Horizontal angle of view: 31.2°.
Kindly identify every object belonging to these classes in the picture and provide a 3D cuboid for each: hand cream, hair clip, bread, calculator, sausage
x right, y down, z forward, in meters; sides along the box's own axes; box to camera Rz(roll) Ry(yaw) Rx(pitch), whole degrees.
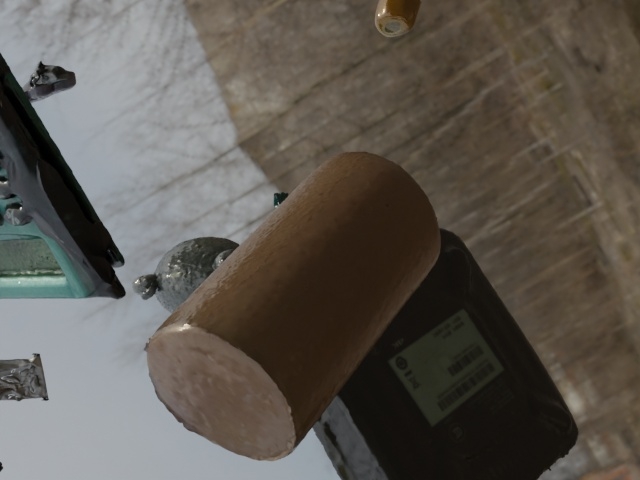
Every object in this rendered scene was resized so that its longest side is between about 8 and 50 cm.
[{"bbox_3d":[-0.538,0.220,1.700,0.050,0.257,0.084,-132,37,-60],"label":"hand cream"},{"bbox_3d":[-0.466,-0.229,1.778,0.124,0.195,0.052,-26,-84,-52],"label":"hair clip"},{"bbox_3d":[0.109,-0.332,1.570,0.049,0.062,0.103,33,-116,-33],"label":"bread"},{"bbox_3d":[-0.328,-0.053,1.125,0.058,0.248,0.274,-44,-62,-39],"label":"calculator"},{"bbox_3d":[-0.006,0.034,0.819,0.123,0.123,0.253,57,-134,-16],"label":"sausage"}]

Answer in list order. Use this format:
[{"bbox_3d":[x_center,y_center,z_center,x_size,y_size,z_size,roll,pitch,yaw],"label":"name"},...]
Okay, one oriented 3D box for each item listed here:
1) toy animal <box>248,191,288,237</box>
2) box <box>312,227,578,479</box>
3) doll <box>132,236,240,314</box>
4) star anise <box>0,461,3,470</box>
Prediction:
[{"bbox_3d":[0.000,0.000,1.213,0.103,0.100,0.208,12,-177,-39],"label":"toy animal"},{"bbox_3d":[0.136,0.175,1.412,0.359,0.091,0.350,-27,-98,-44],"label":"box"},{"bbox_3d":[-0.109,0.099,1.804,0.340,0.246,0.158,29,-135,-44],"label":"doll"},{"bbox_3d":[-0.475,0.354,1.360,0.063,0.172,0.208,56,-148,-47],"label":"star anise"}]
